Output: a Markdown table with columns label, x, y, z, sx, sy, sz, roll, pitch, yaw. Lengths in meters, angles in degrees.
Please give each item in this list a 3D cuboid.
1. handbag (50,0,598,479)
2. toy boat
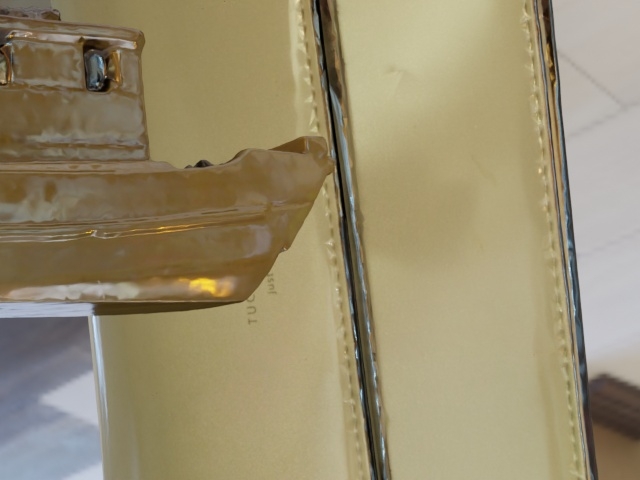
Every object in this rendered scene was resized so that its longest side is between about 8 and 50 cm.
| label | x | y | z | sx | sy | sz | roll | pitch | yaw |
| --- | --- | --- | --- | --- | --- | --- | --- | --- | --- |
| handbag | 0.000 | 0.000 | 0.700 | 0.236 | 0.359 | 0.160 | -6 | 178 | 15 |
| toy boat | -0.079 | -0.020 | 0.379 | 0.200 | 0.077 | 0.057 | 2 | 170 | -42 |
